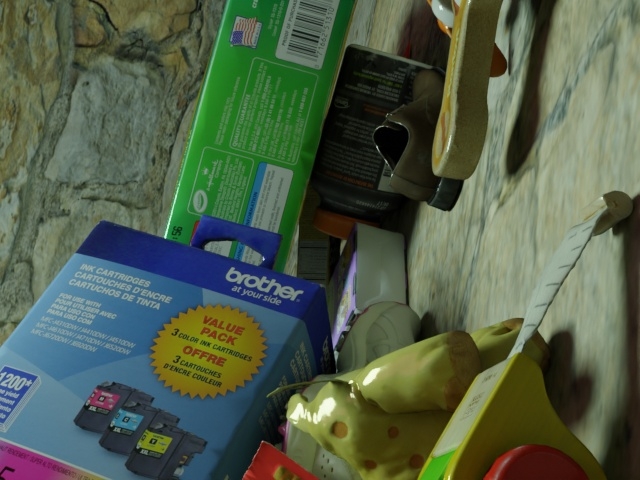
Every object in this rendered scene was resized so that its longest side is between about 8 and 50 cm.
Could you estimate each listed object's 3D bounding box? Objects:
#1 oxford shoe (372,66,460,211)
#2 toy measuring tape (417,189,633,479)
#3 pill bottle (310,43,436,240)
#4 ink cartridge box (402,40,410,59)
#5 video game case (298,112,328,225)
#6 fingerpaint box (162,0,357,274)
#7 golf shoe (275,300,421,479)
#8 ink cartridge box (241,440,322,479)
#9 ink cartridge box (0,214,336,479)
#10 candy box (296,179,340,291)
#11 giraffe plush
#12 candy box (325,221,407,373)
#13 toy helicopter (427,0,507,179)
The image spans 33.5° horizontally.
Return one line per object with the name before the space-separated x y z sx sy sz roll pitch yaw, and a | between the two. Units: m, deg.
oxford shoe | 0.112 -0.135 1.226 0.227 0.096 0.083 -83 10 -49
toy measuring tape | 0.149 0.120 0.670 0.330 0.121 0.121 -55 0 -25
pill bottle | 0.063 -0.122 1.388 0.130 0.130 0.245 -117 43 -77
ink cartridge box | 0.081 -0.169 1.607 0.189 0.066 0.232 114 163 -46
video game case | 0.004 -0.106 1.758 0.183 0.023 0.201 42 -123 -59
fingerpaint box | -0.094 -0.119 1.434 0.371 0.163 0.445 180 105 -86
golf shoe | 0.064 0.159 1.039 0.306 0.140 0.115 -48 -32 -57
ink cartridge box | 0.022 0.254 0.743 0.056 0.225 0.181 -54 -6 -38
ink cartridge box | -0.159 0.146 1.030 0.151 0.270 0.395 84 -152 -46
candy box | 0.000 0.000 1.630 0.109 0.053 0.186 44 -131 -76
giraffe plush | 0.079 0.169 0.788 0.181 0.210 0.170 134 121 -66
candy box | 0.043 0.105 1.332 0.165 0.070 0.196 -87 15 -51
toy helicopter | 0.146 -0.225 1.043 0.235 0.140 0.355 130 151 -74
